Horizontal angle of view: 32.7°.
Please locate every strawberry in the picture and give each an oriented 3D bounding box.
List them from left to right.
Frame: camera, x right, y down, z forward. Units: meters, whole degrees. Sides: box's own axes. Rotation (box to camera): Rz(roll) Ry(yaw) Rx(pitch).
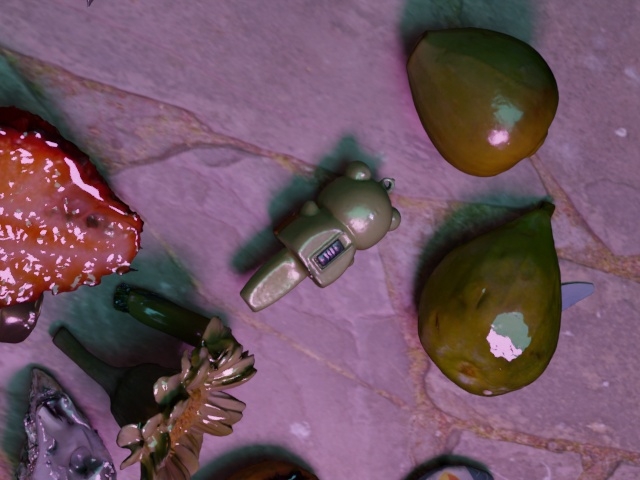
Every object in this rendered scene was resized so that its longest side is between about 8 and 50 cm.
[{"bbox_3d":[-0.388,-0.059,1.424,0.280,0.150,0.253,-13,118,-31],"label":"strawberry"}]

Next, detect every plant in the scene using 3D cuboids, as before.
[{"bbox_3d":[-0.237,0.248,1.514,0.297,0.261,0.305,10,140,-14],"label":"plant"}]

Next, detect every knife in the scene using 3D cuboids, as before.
[{"bbox_3d":[0.355,0.130,1.842,0.260,0.035,0.063,-33,110,-14],"label":"knife"}]

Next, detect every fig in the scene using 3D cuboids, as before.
[{"bbox_3d":[0.237,-0.214,1.587,0.207,0.207,0.230,-30,82,-9],"label":"fig"},{"bbox_3d":[0.267,0.082,1.722,0.233,0.233,0.314,17,58,-25],"label":"fig"}]

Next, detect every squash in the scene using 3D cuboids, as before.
[{"bbox_3d":[-0.219,0.114,1.601,0.183,0.052,0.052,30,96,-24],"label":"squash"}]

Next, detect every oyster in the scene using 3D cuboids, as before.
[{"bbox_3d":[-0.388,0.337,1.592,0.199,0.087,0.252,-48,125,-11],"label":"oyster"}]

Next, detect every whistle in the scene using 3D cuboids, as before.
[{"bbox_3d":[0.000,0.000,1.611,0.288,0.106,0.131,-40,120,-5],"label":"whistle"}]

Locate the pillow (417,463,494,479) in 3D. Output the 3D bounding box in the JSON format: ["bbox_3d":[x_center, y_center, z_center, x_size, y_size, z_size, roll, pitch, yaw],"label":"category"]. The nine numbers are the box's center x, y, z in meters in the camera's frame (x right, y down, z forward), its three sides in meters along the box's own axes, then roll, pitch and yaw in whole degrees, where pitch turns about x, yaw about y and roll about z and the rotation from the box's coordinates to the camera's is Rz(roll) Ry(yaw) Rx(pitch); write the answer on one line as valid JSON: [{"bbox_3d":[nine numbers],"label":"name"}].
[{"bbox_3d":[0.215,0.494,1.891,0.214,0.086,0.233,-8,109,-30],"label":"pillow"}]

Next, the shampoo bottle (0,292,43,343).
[{"bbox_3d":[-0.533,0.054,1.419,0.350,0.125,0.084,19,136,-36],"label":"shampoo bottle"}]

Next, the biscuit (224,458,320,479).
[{"bbox_3d":[-0.108,0.484,1.742,0.296,0.075,0.295,-14,115,-31],"label":"biscuit"}]

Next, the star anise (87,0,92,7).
[{"bbox_3d":[-0.288,-0.364,1.397,0.124,0.056,0.129,11,101,-12],"label":"star anise"}]
